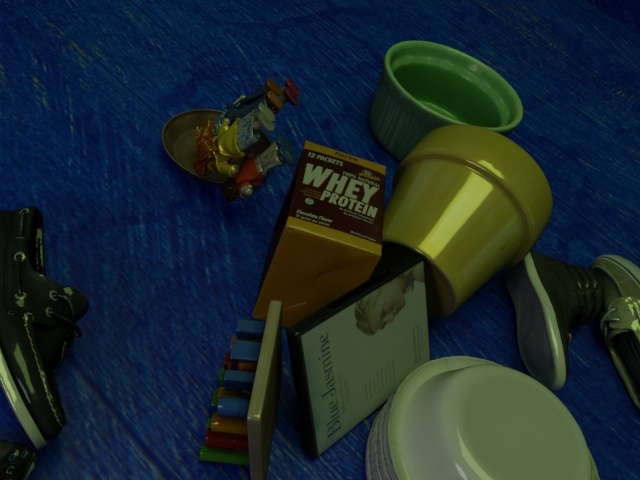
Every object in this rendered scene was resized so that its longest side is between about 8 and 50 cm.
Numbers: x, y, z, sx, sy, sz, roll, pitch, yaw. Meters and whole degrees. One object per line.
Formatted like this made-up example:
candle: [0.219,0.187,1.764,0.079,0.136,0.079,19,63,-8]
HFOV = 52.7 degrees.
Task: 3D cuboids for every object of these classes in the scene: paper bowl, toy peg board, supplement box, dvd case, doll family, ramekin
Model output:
paper bowl: [0.209,0.270,0.796,0.284,0.148,0.284,13,45,-13]
toy peg board: [-0.093,0.178,0.754,0.079,0.160,0.161,5,44,2]
supplement box: [0.000,0.000,0.937,0.129,0.191,0.194,17,42,-7]
dvd case: [0.062,0.143,0.846,0.022,0.180,0.253,14,30,42]
doll family: [-0.133,-0.179,1.038,0.118,0.163,0.263,41,33,-31]
ramekin: [0.249,-0.269,1.349,0.303,0.148,0.303,13,44,-12]

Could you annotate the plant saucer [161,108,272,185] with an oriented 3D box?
plant saucer: [-0.178,-0.156,1.128,0.199,0.036,0.198,12,43,-12]

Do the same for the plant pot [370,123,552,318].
plant pot: [0.200,-0.015,1.023,0.254,0.254,0.239,34,60,11]

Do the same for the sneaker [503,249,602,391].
sneaker: [0.400,0.124,1.053,0.147,0.104,0.295,12,39,-5]

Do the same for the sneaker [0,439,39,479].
sneaker: [-0.301,0.266,0.620,0.217,0.079,0.121,34,45,12]

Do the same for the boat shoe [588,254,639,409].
boat shoe: [0.526,0.148,1.089,0.094,0.109,0.302,1,50,-21]

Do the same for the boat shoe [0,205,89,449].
boat shoe: [-0.335,0.078,0.760,0.113,0.127,0.340,-19,47,-23]
